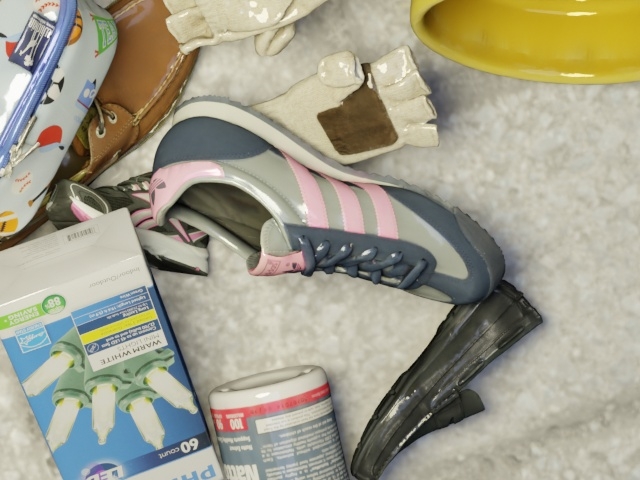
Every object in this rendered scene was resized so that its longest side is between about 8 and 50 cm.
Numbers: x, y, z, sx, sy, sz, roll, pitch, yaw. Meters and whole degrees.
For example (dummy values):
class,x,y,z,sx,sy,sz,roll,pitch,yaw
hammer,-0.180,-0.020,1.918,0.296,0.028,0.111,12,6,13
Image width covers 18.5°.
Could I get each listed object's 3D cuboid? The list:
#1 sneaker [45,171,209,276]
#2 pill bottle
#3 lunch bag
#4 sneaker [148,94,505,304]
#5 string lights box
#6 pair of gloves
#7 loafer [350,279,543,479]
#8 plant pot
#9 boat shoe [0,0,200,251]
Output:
class,x,y,z,sx,sy,sz,roll,pitch,yaw
sneaker,-0.162,-0.028,1.698,0.072,0.178,0.077,3,76,38
pill bottle,-0.029,0.208,1.725,0.108,0.108,0.180,-13,94,-5
lunch bag,-0.328,-0.142,1.619,0.303,0.115,0.243,27,87,24
sneaker,0.000,0.000,1.676,0.319,0.112,0.131,23,49,-2
string lights box,-0.182,0.111,1.661,0.133,0.077,0.259,-20,127,-4
pair of gloves,-0.020,-0.159,1.662,0.204,0.042,0.240,-11,121,19
loafer,0.111,0.133,1.751,0.078,0.076,0.223,38,85,2
plant pot,0.213,-0.282,1.670,0.254,0.254,0.239,8,76,-6
boat shoe,-0.208,-0.099,1.693,0.111,0.104,0.307,40,88,-6
